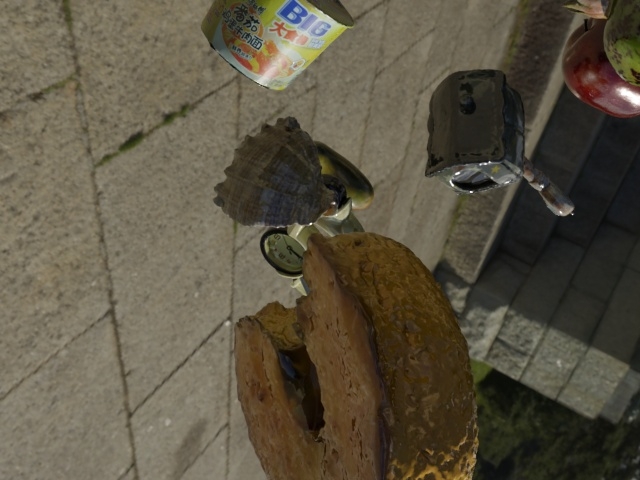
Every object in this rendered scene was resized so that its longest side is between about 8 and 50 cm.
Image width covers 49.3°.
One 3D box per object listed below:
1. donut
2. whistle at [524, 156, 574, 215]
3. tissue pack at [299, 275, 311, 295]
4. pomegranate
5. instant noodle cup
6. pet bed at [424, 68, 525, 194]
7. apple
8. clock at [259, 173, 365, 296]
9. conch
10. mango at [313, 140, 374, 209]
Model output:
[{"bbox_3d":[0.038,0.204,0.866,0.164,0.377,0.435,-5,166,-25],"label":"donut"},{"bbox_3d":[0.598,-0.138,1.856,0.057,0.220,0.107,-43,-164,19],"label":"whistle"},{"bbox_3d":[0.064,0.143,1.505,0.145,0.229,0.159,-31,174,-5],"label":"tissue pack"},{"bbox_3d":[0.666,-0.462,1.418,0.285,0.341,0.284,-35,145,-30],"label":"pomegranate"},{"bbox_3d":[-0.069,-0.328,1.037,0.153,0.205,0.205,-48,169,25],"label":"instant noodle cup"},{"bbox_3d":[0.298,-0.213,1.378,0.159,0.183,0.210,21,68,-42],"label":"pet bed"},{"bbox_3d":[0.817,-0.493,1.915,0.288,0.317,0.288,-55,-169,17],"label":"apple"},{"bbox_3d":[0.000,0.000,1.924,0.379,0.276,0.120,-38,-168,47],"label":"clock"},{"bbox_3d":[-0.115,-0.169,1.689,0.297,0.352,0.209,-35,125,-23],"label":"conch"},{"bbox_3d":[0.045,-0.192,2.066,0.129,0.289,0.146,-37,-151,14],"label":"mango"}]
